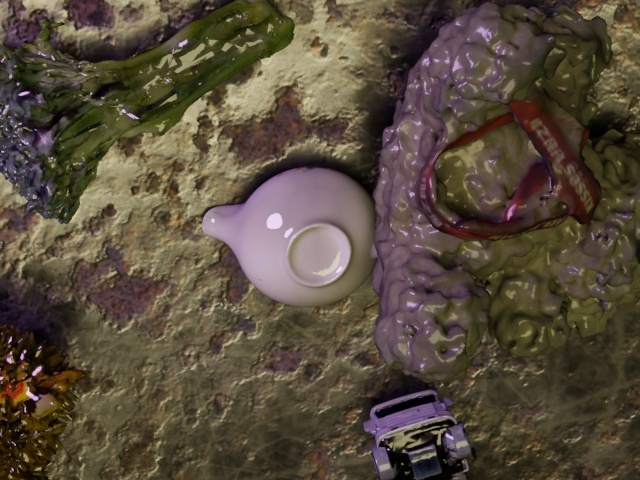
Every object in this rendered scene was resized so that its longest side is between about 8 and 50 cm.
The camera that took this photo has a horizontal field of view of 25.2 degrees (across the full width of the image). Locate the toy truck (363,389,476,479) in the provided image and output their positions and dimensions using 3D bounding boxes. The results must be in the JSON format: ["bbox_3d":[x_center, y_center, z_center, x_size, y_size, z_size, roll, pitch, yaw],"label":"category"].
[{"bbox_3d":[0.121,0.284,1.532,0.114,0.124,0.253,-17,112,-3],"label":"toy truck"}]

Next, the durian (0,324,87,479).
[{"bbox_3d":[-0.368,0.195,1.359,0.258,0.258,0.293,35,90,-20],"label":"durian"}]

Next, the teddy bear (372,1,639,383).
[{"bbox_3d":[0.227,-0.043,1.366,0.368,0.224,0.357,6,103,-22],"label":"teddy bear"}]

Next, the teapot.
[{"bbox_3d":[0.000,0.000,1.418,0.226,0.092,0.145,5,112,-14],"label":"teapot"}]

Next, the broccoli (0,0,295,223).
[{"bbox_3d":[-0.165,-0.144,1.320,0.304,0.145,0.165,-28,118,-11],"label":"broccoli"}]
